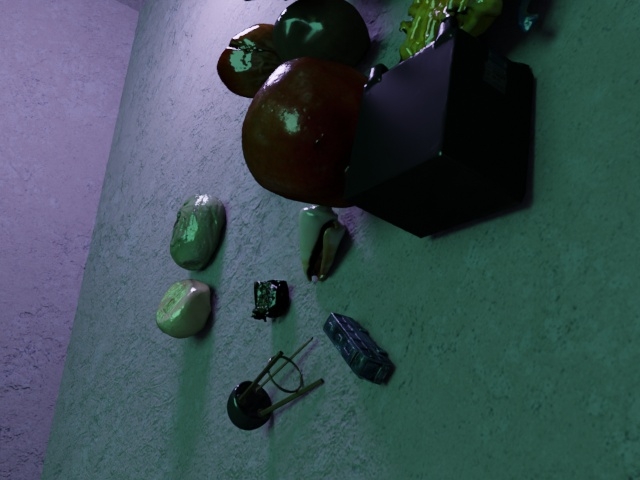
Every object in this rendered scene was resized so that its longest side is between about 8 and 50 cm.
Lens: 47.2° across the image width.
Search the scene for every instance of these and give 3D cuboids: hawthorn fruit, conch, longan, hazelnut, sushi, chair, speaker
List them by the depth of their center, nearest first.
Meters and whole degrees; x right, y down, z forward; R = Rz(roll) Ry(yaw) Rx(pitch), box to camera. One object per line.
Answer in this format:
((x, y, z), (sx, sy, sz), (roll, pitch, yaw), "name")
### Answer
((0.185, -0.166, 1.144), (0.232, 0.184, 0.254), (-23, 50, 52), "speaker")
((0.012, -0.196, 1.356), (0.311, 0.295, 0.295), (16, 86, 34), "hawthorn fruit")
((-0.091, 0.278, 1.428), (0.221, 0.104, 0.095), (-45, 11, 29), "chair")
((-0.005, 0.000, 1.450), (0.104, 0.094, 0.176), (21, 95, 25), "conch")
((-0.105, 0.131, 1.574), (0.083, 0.056, 0.084), (-15, 58, 47), "sushi")
((0.004, -0.446, 1.607), (0.212, 0.198, 0.198), (-11, 60, 30), "longan")
((-0.164, -0.475, 1.927), (0.212, 0.181, 0.181), (-61, 9, -4), "hazelnut")

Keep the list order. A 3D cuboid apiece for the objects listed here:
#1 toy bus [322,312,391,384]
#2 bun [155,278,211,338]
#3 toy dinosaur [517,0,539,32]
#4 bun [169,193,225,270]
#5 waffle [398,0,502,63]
((0.060, 0.182, 1.252), (0.047, 0.065, 0.166), (-62, 29, 11), "toy bus")
((-0.347, 0.179, 1.903), (0.164, 0.111, 0.188), (-52, 26, -4), "bun")
((0.325, -0.438, 1.190), (0.188, 0.075, 0.247), (-64, 23, 14), "toy dinosaur")
((-0.351, -0.025, 2.024), (0.221, 0.108, 0.221), (-36, 44, 44), "bun")
((0.235, -0.455, 1.267), (0.382, 0.095, 0.379), (133, 150, -63), "waffle")
